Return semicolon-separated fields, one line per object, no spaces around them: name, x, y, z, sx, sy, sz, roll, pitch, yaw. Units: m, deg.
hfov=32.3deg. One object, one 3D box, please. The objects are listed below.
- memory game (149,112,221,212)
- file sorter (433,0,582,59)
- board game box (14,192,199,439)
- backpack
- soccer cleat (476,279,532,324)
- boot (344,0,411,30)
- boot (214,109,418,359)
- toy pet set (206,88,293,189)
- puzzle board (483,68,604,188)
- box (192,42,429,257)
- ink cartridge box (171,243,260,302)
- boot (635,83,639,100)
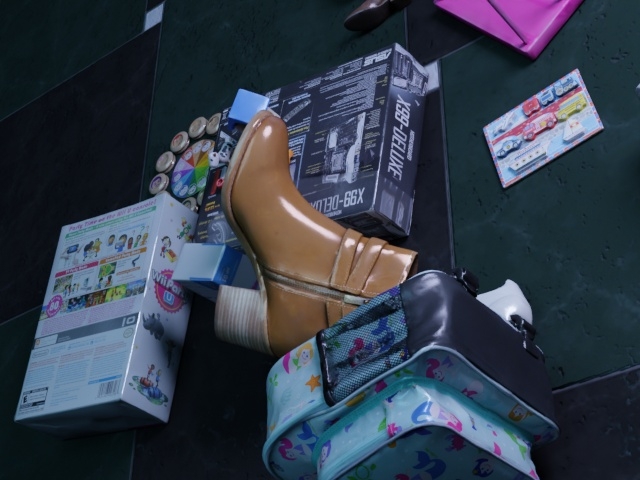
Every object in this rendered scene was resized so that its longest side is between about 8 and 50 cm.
memory game;-0.188;-0.109;1.638;0.186;0.012;0.186;-24;49;31
file sorter;0.240;-0.407;1.303;0.291;0.182;0.202;-51;41;4
board game box;-0.286;0.107;1.520;0.224;0.097;0.303;-14;56;36
backpack;0.074;0.172;1.038;0.253;0.225;0.191;-29;42;32
soccer cleat;0.133;0.110;1.150;0.196;0.068;0.076;-31;31;23
boot;0.072;-0.352;1.536;0.106;0.037;0.114;-23;51;14
boot;0.000;0.000;1.239;0.220;0.109;0.284;6;85;22
toy pet set;-0.094;-0.128;1.402;0.122;0.065;0.114;1;65;44
puzzle board;0.246;-0.126;1.238;0.128;0.011;0.096;-33;45;24
box;-0.016;-0.095;1.416;0.307;0.076;0.243;-15;54;37
ink cartridge box;-0.107;0.051;1.364;0.088;0.122;0.052;0;66;48
boot;0.423;-0.118;1.016;0.123;0.095;0.258;-47;49;-1
